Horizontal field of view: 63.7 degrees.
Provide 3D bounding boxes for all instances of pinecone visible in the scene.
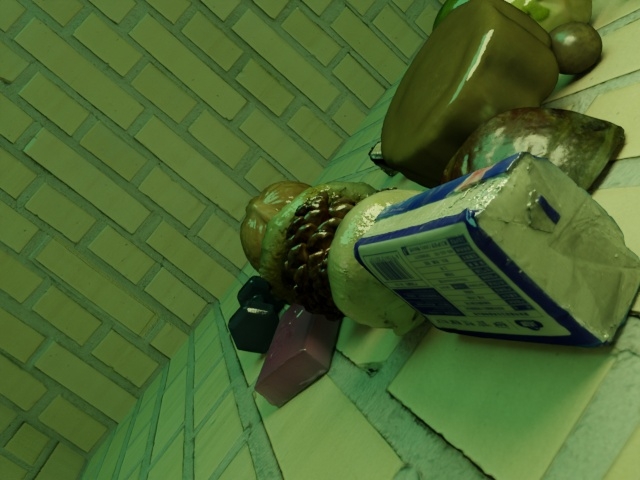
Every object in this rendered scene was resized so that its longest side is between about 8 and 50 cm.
[{"bbox_3d":[0.035,0.031,1.046,0.244,0.244,0.309,-46,34,21],"label":"pinecone"}]

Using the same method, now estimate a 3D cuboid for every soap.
[{"bbox_3d":[-0.042,0.224,1.162,0.181,0.081,0.259,-43,14,31],"label":"soap"}]

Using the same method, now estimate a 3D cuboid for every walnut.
[{"bbox_3d":[-0.085,-0.022,1.516,0.333,0.333,0.333,-47,12,13],"label":"walnut"}]

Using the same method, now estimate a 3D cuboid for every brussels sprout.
[{"bbox_3d":[0.432,-0.499,1.227,0.315,0.276,0.371,-40,15,-17],"label":"brussels sprout"}]

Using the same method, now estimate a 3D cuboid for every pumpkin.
[{"bbox_3d":[0.284,-0.094,0.787,0.312,0.148,0.169,-49,7,26],"label":"pumpkin"}]

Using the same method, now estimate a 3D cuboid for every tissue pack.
[{"bbox_3d":[0.190,0.018,0.610,0.137,0.209,0.269,-56,13,-18],"label":"tissue pack"}]

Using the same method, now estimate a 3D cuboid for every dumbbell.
[{"bbox_3d":[-0.191,0.220,1.584,0.156,0.143,0.316,-48,11,9],"label":"dumbbell"}]

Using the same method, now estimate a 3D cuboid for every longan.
[{"bbox_3d":[0.484,-0.372,1.000,0.106,0.106,0.119,-46,6,17],"label":"longan"}]

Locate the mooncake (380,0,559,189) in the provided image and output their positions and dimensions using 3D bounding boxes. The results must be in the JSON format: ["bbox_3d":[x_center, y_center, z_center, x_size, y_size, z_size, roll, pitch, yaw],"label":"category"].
[{"bbox_3d":[0.290,-0.273,1.020,0.378,0.200,0.378,-56,18,30],"label":"mooncake"}]

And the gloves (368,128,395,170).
[{"bbox_3d":[0.287,-0.337,1.532,0.210,0.135,0.312,-10,41,50],"label":"gloves"}]

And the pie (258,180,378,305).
[{"bbox_3d":[0.000,0.000,1.262,0.371,0.296,0.078,-49,44,5],"label":"pie"}]

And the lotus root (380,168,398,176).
[{"bbox_3d":[0.249,-0.281,1.685,0.144,0.070,0.143,-47,11,16],"label":"lotus root"}]

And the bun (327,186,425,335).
[{"bbox_3d":[0.123,0.037,0.812,0.239,0.239,0.141,-52,37,-12],"label":"bun"}]
